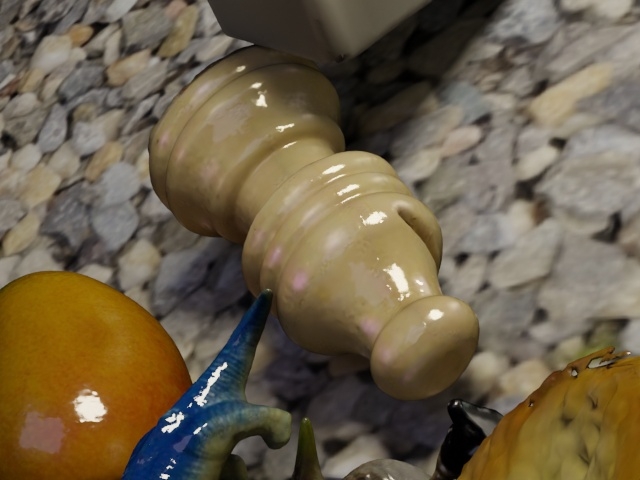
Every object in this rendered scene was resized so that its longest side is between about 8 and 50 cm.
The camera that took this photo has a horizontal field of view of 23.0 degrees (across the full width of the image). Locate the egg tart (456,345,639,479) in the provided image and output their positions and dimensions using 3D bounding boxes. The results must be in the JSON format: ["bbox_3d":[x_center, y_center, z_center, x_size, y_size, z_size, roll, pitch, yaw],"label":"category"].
[{"bbox_3d":[0.128,0.186,0.576,0.443,0.178,0.443,-61,11,21],"label":"egg tart"}]

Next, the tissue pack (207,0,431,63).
[{"bbox_3d":[0.035,-0.248,1.077,0.246,0.136,0.159,-39,34,-22],"label":"tissue pack"}]

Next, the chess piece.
[{"bbox_3d":[0.000,0.000,1.018,0.139,0.124,0.307,-23,41,-13],"label":"chess piece"}]

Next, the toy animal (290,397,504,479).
[{"bbox_3d":[0.046,0.148,0.885,0.202,0.070,0.105,-9,74,36],"label":"toy animal"}]

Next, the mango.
[{"bbox_3d":[-0.160,0.105,1.060,0.221,0.152,0.120,-105,18,-47],"label":"mango"}]

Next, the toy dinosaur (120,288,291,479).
[{"bbox_3d":[-0.109,0.139,0.932,0.075,0.188,0.247,4,82,55],"label":"toy dinosaur"}]
